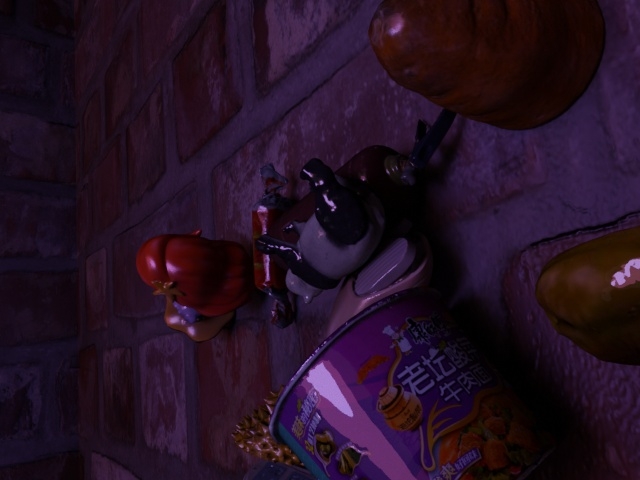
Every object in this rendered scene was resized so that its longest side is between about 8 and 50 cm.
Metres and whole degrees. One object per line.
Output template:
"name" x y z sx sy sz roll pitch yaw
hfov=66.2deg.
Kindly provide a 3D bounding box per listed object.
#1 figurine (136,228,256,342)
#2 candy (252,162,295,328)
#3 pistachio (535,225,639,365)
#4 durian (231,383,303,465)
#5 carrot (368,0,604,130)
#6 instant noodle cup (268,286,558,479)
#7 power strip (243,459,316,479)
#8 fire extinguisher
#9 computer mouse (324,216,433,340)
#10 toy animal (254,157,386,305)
"figurine" -0.229 0.077 0.953 0.180 0.208 0.257 -58 -5 -26
"candy" -0.077 0.009 0.865 0.059 0.086 0.292 -8 82 45
"pistachio" 0.259 0.043 0.402 0.189 0.110 0.100 -18 42 52
"durian" -0.057 0.316 0.806 0.132 0.165 0.182 67 172 -16
"carrot" 0.141 -0.199 0.482 0.159 0.225 0.159 2 93 57
"instant noodle cup" 0.101 0.201 0.508 0.190 0.251 0.251 45 123 33
"power strip" -0.015 0.387 0.727 0.286 0.080 0.048 -4 111 45
"fire extinguisher" 0.053 -0.068 0.694 0.344 0.102 0.138 -35 27 46
"computer mouse" 0.063 0.085 0.636 0.145 0.082 0.236 -72 6 -62
"toy animal" 0.000 0.000 0.619 0.121 0.094 0.225 46 133 9
